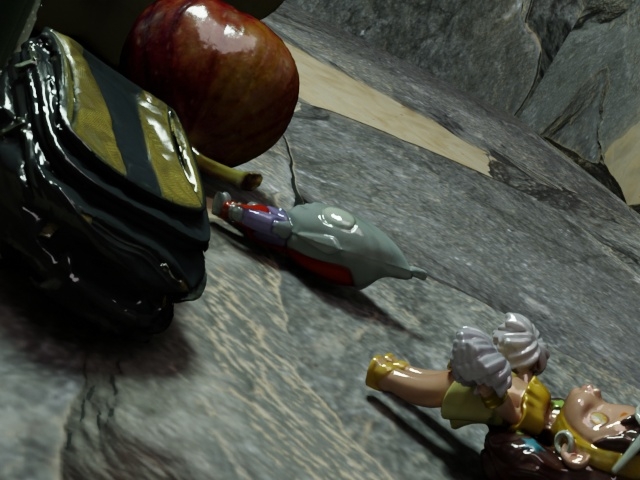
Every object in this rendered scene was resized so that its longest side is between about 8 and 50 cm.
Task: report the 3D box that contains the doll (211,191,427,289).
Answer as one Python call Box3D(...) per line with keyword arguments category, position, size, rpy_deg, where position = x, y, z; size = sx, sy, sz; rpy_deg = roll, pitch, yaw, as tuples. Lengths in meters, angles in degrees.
Box3D(category="doll", position=(0.000, 0.000, 1.007), size=(0.227, 0.075, 0.102), rpy_deg=(19, 6, 6))

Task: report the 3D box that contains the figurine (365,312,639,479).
Box3D(category="figurine", position=(0.156, 0.135, 0.787), size=(0.240, 0.116, 0.174), rpy_deg=(29, 13, 20))

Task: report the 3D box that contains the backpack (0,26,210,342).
Box3D(category="backpack", position=(-0.171, -0.032, 0.744), size=(0.206, 0.133, 0.258), rpy_deg=(27, 21, -37))

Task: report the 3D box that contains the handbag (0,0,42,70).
Box3D(category="handbag", position=(-0.383, -0.336, 1.043), size=(0.247, 0.260, 0.079), rpy_deg=(32, 14, 24))

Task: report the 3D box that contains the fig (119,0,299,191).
Box3D(category="fig", position=(-0.137, -0.144, 1.078), size=(0.203, 0.186, 0.250), rpy_deg=(37, 46, -20))

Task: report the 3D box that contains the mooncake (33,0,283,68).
Box3D(category="mooncake", position=(-0.249, -0.464, 1.326), size=(0.467, 0.467, 0.262), rpy_deg=(19, 16, -29))
